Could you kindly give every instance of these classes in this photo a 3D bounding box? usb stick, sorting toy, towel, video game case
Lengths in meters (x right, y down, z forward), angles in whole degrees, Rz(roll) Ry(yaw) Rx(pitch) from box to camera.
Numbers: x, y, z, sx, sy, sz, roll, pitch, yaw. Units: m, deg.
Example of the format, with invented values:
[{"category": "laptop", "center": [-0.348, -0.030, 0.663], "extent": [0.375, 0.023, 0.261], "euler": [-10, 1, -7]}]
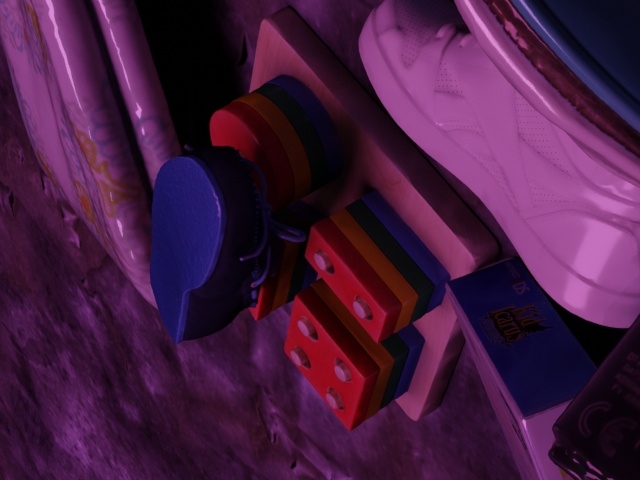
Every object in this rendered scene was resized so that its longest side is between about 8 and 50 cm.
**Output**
[{"category": "usb stick", "center": [0.211, 0.008, 0.874], "extent": [0.077, 0.278, 0.045], "euler": [38, 178, 31]}, {"category": "sorting toy", "center": [0.000, 0.000, 1.478], "extent": [0.255, 0.089, 0.257], "euler": [50, 155, 21]}, {"category": "towel", "center": [-0.209, -0.147, 1.635], "extent": [0.320, 0.090, 0.375], "euler": [-130, 21, -58]}, {"category": "video game case", "center": [0.169, 0.162, 1.246], "extent": [0.269, 0.061, 0.244], "euler": [-110, -1, -73]}]

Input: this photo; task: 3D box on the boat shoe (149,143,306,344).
[{"category": "boat shoe", "center": [-0.071, -0.009, 1.398], "extent": [0.258, 0.089, 0.109], "euler": [123, 128, -69]}]

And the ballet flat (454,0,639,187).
[{"category": "ballet flat", "center": [0.210, -0.039, 0.770], "extent": [0.400, 0.139, 0.139], "euler": [21, 158, -11]}]

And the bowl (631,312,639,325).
[{"category": "bowl", "center": [0.271, 0.100, 0.977], "extent": [0.311, 0.163, 0.312], "euler": [43, 150, 32]}]

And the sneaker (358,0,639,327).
[{"category": "sneaker", "center": [0.132, -0.105, 1.115], "extent": [0.292, 0.108, 0.169], "euler": [52, 138, 40]}]
